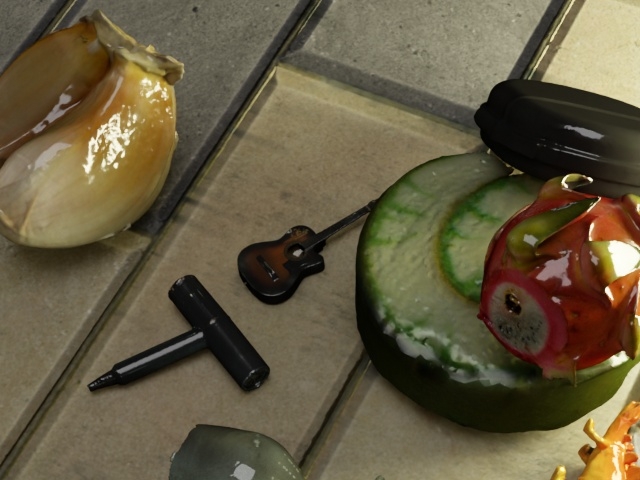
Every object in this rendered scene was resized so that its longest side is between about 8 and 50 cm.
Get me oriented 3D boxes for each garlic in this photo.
[{"bbox_3d":[-0.330,-0.140,2.195,0.286,0.249,0.313,37,86,8],"label":"garlic"}]

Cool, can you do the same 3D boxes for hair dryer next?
[{"bbox_3d":[-0.186,0.157,2.081,0.195,0.050,0.173,-36,59,-13],"label":"hair dryer"}]

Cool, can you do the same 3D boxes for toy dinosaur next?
[{"bbox_3d":[0.315,0.308,1.920,0.117,0.070,0.288,27,67,21],"label":"toy dinosaur"}]

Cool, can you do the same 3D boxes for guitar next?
[{"bbox_3d":[0.000,0.000,2.179,0.233,0.025,0.088,-31,59,-16],"label":"guitar"}]

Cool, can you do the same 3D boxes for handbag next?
[{"bbox_3d":[0.323,-0.130,2.097,0.254,0.093,0.308,12,14,-12],"label":"handbag"}]

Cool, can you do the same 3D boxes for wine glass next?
[{"bbox_3d":[-0.052,0.293,1.927,0.241,0.126,0.126,15,59,12],"label":"wine glass"}]

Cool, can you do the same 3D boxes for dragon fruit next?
[{"bbox_3d":[0.291,0.039,1.857,0.224,0.224,0.227,34,56,24],"label":"dragon fruit"}]

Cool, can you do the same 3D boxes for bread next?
[{"bbox_3d":[0.223,0.053,2.061,0.366,0.129,0.382,-17,55,-10],"label":"bread"}]
